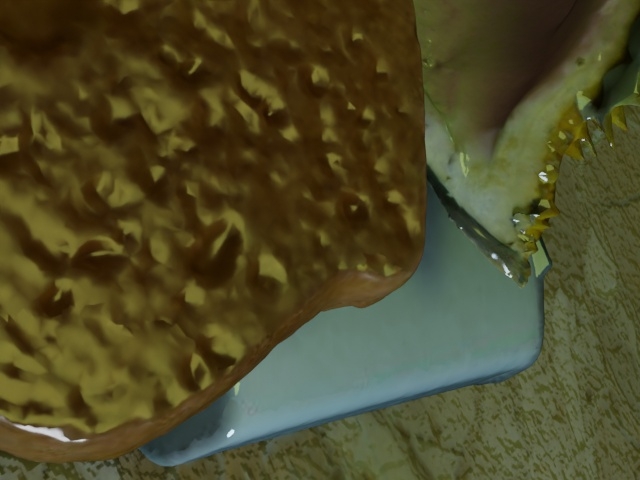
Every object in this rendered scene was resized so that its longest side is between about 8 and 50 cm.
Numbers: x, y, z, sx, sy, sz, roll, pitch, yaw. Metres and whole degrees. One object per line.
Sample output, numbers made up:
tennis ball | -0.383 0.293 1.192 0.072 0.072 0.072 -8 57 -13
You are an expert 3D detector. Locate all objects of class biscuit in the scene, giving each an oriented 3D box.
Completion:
biscuit | -0.138 -0.113 0.622 0.455 0.078 0.350 34 61 -22

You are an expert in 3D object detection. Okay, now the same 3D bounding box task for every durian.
durian | 0.088 -0.151 0.829 0.185 0.195 0.305 11 38 -55

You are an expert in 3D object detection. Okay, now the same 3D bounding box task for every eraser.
eraser | 0.000 0.000 0.831 0.290 0.104 0.189 -6 79 -54
